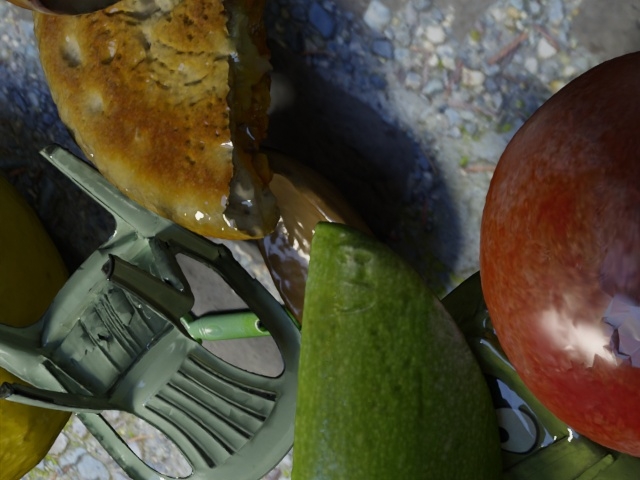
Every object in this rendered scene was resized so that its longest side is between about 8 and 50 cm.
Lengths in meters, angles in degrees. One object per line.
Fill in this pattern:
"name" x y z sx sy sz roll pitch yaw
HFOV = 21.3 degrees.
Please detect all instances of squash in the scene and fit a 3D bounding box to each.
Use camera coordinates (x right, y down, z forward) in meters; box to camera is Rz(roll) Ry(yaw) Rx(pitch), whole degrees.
"squash" 0.080 0.141 1.247 0.111 0.203 0.288 4 87 39

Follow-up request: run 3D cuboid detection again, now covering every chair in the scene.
"chair" -0.158 0.088 1.410 0.203 0.275 0.190 -50 51 7

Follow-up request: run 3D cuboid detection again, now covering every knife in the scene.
"knife" -0.095 0.072 1.563 0.212 0.015 0.054 -6 107 43

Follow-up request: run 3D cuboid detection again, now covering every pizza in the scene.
"pizza" -0.111 -0.145 1.336 0.226 0.086 0.335 -51 58 18

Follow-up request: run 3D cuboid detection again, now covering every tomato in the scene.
"tomato" 0.227 0.015 1.076 0.265 0.265 0.265 22 132 27

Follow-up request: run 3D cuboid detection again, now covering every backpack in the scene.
"backpack" 0.179 0.135 1.292 0.253 0.140 0.207 42 138 -2

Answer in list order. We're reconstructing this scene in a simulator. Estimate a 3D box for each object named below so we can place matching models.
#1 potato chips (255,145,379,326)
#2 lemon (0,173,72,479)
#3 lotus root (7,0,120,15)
"potato chips" 0.001 0.000 1.383 0.208 0.062 0.195 42 155 27
"lemon" -0.384 0.100 1.598 0.364 0.364 0.364 22 132 27
"lotus root" -0.214 -0.269 1.288 0.180 0.188 0.199 6 105 51
